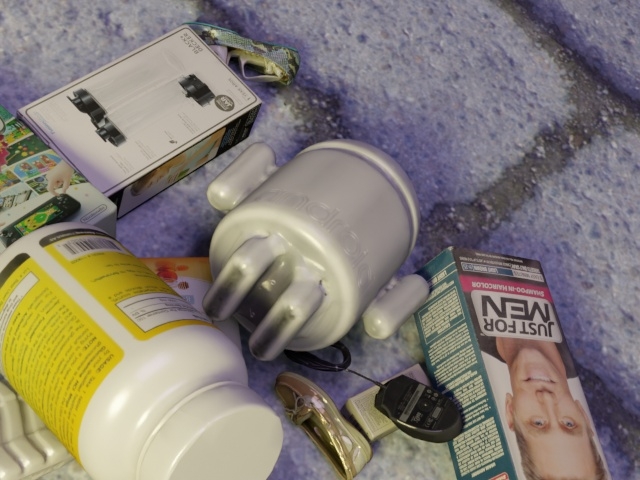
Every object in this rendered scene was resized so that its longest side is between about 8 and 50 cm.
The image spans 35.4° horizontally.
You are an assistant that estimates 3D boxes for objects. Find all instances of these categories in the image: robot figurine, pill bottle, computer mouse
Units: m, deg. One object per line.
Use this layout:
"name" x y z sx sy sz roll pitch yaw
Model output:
"robot figurine" 0.000 0.000 1.245 0.300 0.200 0.353 42 41 1
"pill bottle" -0.195 0.133 1.011 0.188 0.188 0.334 -27 45 -31
"computer mouse" 0.062 0.183 1.230 0.242 0.041 0.071 26 50 18

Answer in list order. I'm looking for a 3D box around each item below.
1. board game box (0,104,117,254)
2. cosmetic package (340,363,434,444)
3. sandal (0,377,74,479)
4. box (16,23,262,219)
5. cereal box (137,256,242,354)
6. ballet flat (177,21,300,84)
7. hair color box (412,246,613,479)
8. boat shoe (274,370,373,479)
"board game box" -0.425 -0.045 1.180 0.303 0.097 0.224 39 54 17
"cosmetic package" 0.090 0.209 1.268 0.115 0.041 0.060 -20 67 -29
"sandal" -0.422 0.246 1.020 0.416 0.102 0.169 -8 45 -38
"box" -0.242 -0.155 1.342 0.169 0.087 0.290 45 55 10
"cereal box" -0.182 0.134 1.211 0.173 0.047 0.240 -1 60 -20
"ballet flat" -0.122 -0.271 1.475 0.188 0.070 0.070 11 57 -9
"hair color box" 0.239 0.188 1.272 0.173 0.105 0.347 8 57 -34
"boat shoe" -0.004 0.224 1.218 0.153 0.056 0.048 47 51 3
